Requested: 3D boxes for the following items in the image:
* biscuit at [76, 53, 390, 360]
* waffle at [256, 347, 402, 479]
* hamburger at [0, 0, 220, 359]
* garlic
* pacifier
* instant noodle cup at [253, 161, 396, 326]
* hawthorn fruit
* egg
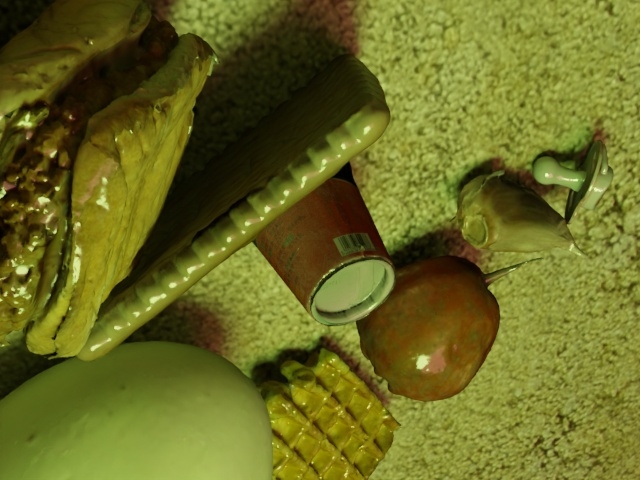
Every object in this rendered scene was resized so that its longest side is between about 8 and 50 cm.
[{"bbox_3d":[-0.077,-0.031,1.459,0.325,0.217,0.044,-38,105,7],"label":"biscuit"},{"bbox_3d":[-0.012,0.206,1.826,0.160,0.055,0.211,-57,143,-13],"label":"waffle"},{"bbox_3d":[-0.188,-0.056,1.301,0.144,0.283,0.259,23,114,-2],"label":"hamburger"},{"bbox_3d":[0.188,-0.020,1.742,0.152,0.084,0.066,9,151,-36],"label":"garlic"},{"bbox_3d":[0.251,-0.066,1.759,0.078,0.081,0.099,16,141,-4],"label":"pacifier"},{"bbox_3d":[0.002,0.000,1.589,0.127,0.135,0.127,-20,142,-16],"label":"instant noodle cup"},{"bbox_3d":[0.114,0.072,1.761,0.189,0.149,0.149,-57,144,-14],"label":"hawthorn fruit"},{"bbox_3d":[-0.193,0.243,1.607,0.345,0.283,0.283,-46,142,-5],"label":"egg"}]
